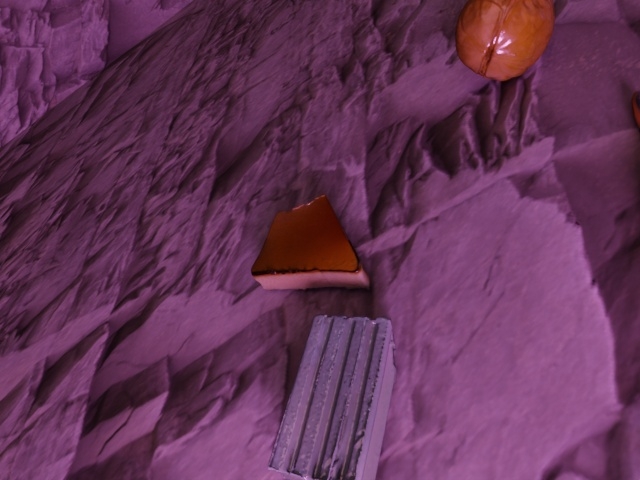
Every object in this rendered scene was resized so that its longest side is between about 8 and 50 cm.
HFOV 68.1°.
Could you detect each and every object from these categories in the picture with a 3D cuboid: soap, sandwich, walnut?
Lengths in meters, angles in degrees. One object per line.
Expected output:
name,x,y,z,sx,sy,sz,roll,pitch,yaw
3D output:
soap,0.024,0.189,0.569,0.114,0.063,0.199,0,53,28
sandwich,0.000,0.000,0.749,0.192,0.058,0.163,-3,51,31
walnut,0.319,-0.372,0.822,0.159,0.159,0.207,11,52,36

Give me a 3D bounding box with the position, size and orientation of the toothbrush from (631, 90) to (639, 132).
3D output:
toothbrush,0.426,-0.087,0.605,0.031,0.023,0.321,-1,53,21
